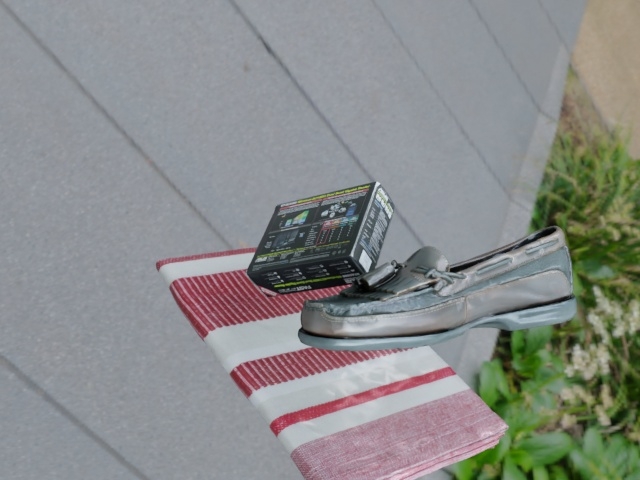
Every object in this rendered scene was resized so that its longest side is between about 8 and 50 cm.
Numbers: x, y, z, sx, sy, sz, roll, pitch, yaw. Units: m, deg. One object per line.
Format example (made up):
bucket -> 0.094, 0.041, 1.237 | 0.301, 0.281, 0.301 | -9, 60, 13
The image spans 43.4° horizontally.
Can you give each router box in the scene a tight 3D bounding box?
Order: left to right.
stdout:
router box -> 0.000, 0.000, 0.741 | 0.038, 0.122, 0.092 | 52, 44, -34

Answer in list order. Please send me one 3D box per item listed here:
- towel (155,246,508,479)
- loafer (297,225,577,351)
towel -> 0.004, 0.115, 0.819 | 0.237, 0.037, 0.329 | -6, 40, -41
loafer -> 0.101, 0.035, 0.673 | 0.267, 0.096, 0.084 | -4, 97, -28
